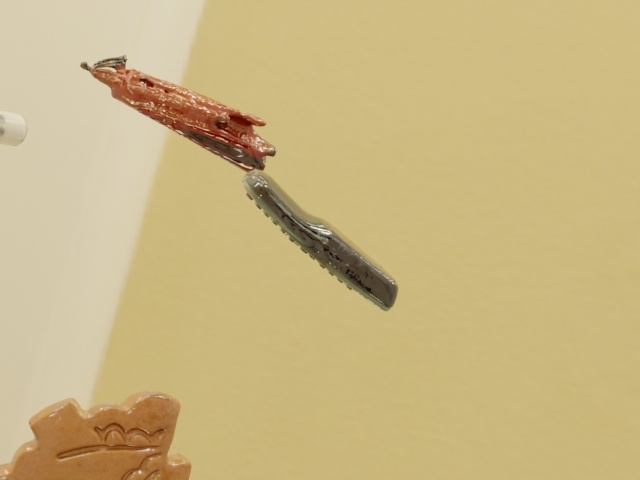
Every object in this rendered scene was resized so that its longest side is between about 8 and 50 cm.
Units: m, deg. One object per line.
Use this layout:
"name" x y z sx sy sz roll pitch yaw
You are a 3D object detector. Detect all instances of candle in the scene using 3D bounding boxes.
"candle" -0.198 -0.181 1.967 0.084 0.302 0.059 -61 16 18

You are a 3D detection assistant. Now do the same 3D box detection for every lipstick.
"lipstick" -0.388 -0.132 1.576 0.141 0.040 0.040 6 -86 -64

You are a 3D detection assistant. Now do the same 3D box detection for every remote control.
"remote control" 0.000 0.000 1.563 0.042 0.222 0.072 -48 12 6

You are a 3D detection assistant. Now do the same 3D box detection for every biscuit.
"biscuit" -0.271 0.334 1.803 0.306 0.284 0.043 62 175 -24
